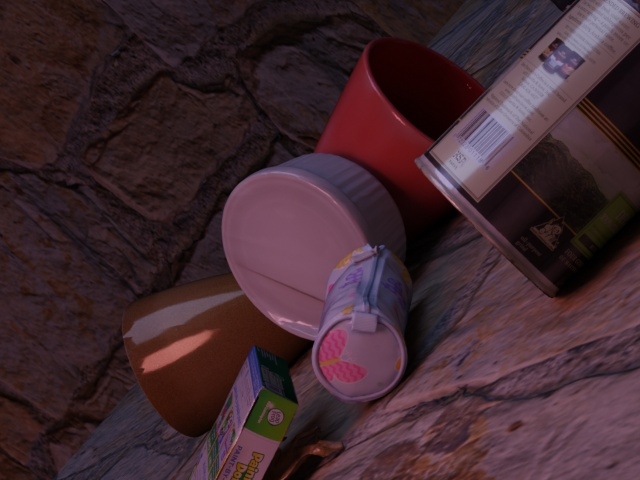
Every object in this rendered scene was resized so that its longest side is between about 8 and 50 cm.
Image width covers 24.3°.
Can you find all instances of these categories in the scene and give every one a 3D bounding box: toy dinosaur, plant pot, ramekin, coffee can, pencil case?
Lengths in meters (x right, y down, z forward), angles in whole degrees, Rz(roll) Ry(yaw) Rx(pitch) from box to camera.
[{"bbox_3d":[-0.048,0.269,1.751,0.183,0.053,0.092,-43,10,22],"label":"toy dinosaur"},{"bbox_3d":[-0.134,0.147,2.300,0.254,0.237,0.237,-27,14,17],"label":"plant pot"},{"bbox_3d":[0.115,-0.126,2.219,0.243,0.275,0.275,-53,3,32],"label":"plant pot"},{"bbox_3d":[0.000,0.000,2.124,0.273,0.273,0.127,-38,0,45],"label":"ramekin"},{"bbox_3d":[0.261,-0.108,1.501,0.275,0.201,0.201,-45,8,7],"label":"coffee can"},{"bbox_3d":[0.056,0.098,1.835,0.273,0.113,0.124,-74,7,-71],"label":"pencil case"}]

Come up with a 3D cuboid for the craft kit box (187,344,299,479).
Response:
[{"bbox_3d":[-0.109,0.268,1.812,0.246,0.061,0.250,-61,7,5],"label":"craft kit box"}]

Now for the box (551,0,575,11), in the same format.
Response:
[{"bbox_3d":[0.345,-0.625,2.331,0.297,0.480,0.472,-45,-3,19],"label":"box"}]
